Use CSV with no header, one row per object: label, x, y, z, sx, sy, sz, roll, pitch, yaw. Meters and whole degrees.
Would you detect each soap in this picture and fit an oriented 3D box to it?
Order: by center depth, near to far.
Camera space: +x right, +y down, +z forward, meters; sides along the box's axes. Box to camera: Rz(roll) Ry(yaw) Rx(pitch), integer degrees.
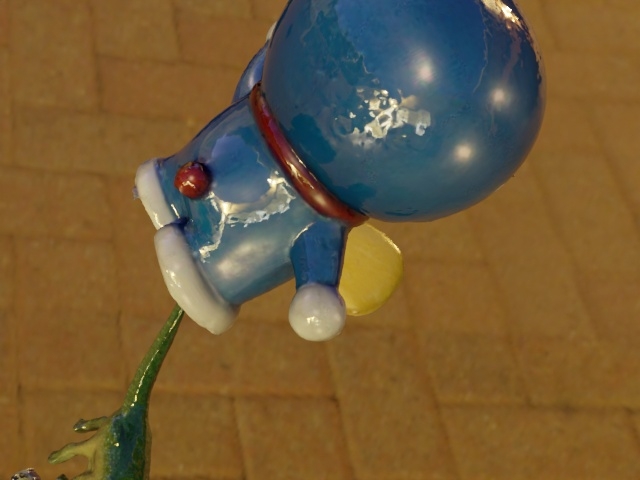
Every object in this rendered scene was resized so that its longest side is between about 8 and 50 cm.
soap,0.000,0.000,1.470,0.168,0.033,0.089,39,70,7

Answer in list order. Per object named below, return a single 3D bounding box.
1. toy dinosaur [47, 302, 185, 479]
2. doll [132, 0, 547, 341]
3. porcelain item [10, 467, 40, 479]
toy dinosaur,-0.225,0.271,2.062,0.087,0.301,0.447,7,66,-53
doll,0.013,-0.055,0.908,0.161,0.257,0.215,26,36,-53
porcelain item,-0.332,0.288,1.592,0.075,0.136,0.021,68,17,12
